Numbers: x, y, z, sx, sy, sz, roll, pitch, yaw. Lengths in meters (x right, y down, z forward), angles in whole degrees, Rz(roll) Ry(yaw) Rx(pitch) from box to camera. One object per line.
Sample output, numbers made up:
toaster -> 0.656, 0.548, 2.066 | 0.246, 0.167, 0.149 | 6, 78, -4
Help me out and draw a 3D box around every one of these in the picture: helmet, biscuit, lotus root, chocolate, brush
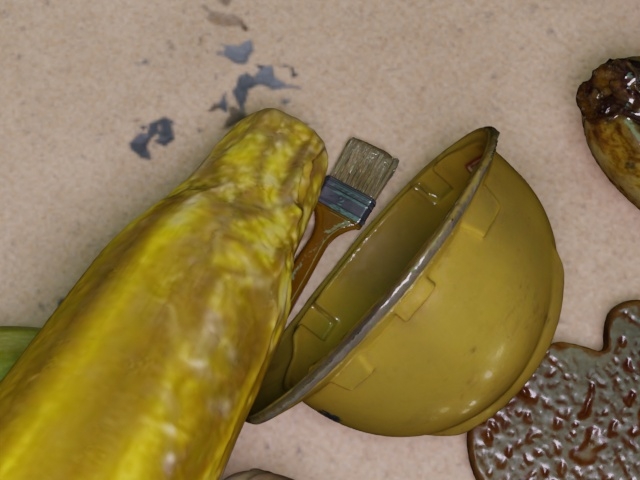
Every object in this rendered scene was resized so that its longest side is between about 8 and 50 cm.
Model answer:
helmet -> 0.078, 0.058, 1.174 | 0.140, 0.205, 0.257 | 38, 92, -9
biscuit -> 0.219, 0.131, 1.222 | 0.236, 0.039, 0.179 | -9, 74, -6
lotus root -> 0.296, -0.043, 1.259 | 0.258, 0.097, 0.110 | 34, 80, 0
chocolate -> -0.099, 0.071, 1.102 | 0.162, 0.162, 0.445 | 25, 48, 5
brush -> 0.000, 0.000, 1.267 | 0.043, 0.014, 0.170 | 28, 73, 10

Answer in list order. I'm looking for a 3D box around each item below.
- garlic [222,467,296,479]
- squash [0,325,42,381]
garlic -> -0.011, 0.212, 1.129 | 0.174, 0.124, 0.099 | 39, 70, -37
squash -> -0.244, 0.098, 1.165 | 0.288, 0.137, 0.137 | -16, 73, -13
